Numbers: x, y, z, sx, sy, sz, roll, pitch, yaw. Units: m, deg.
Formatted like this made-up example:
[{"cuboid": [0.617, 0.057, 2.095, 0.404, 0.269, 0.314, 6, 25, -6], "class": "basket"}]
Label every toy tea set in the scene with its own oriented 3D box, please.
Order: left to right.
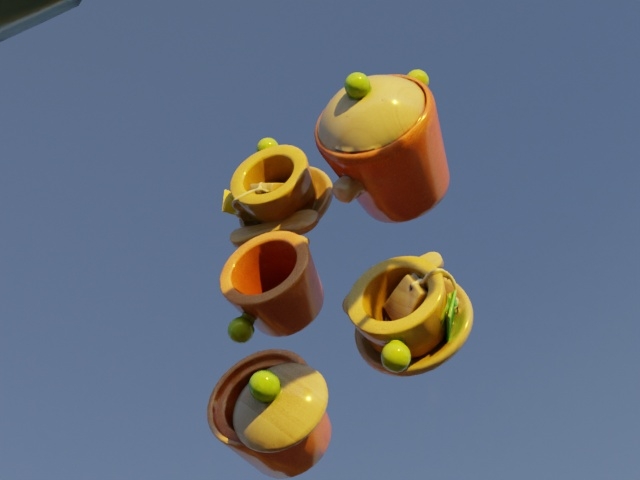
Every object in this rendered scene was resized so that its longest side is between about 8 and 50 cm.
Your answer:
[{"cuboid": [0.000, 0.000, 0.699, 0.200, 0.336, 0.124, -16, -48, 15], "class": "toy tea set"}]

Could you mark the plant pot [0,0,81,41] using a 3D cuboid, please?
[{"cuboid": [-0.119, -0.264, 0.331, 0.341, 0.341, 0.334, -27, -69, 2], "class": "plant pot"}]
